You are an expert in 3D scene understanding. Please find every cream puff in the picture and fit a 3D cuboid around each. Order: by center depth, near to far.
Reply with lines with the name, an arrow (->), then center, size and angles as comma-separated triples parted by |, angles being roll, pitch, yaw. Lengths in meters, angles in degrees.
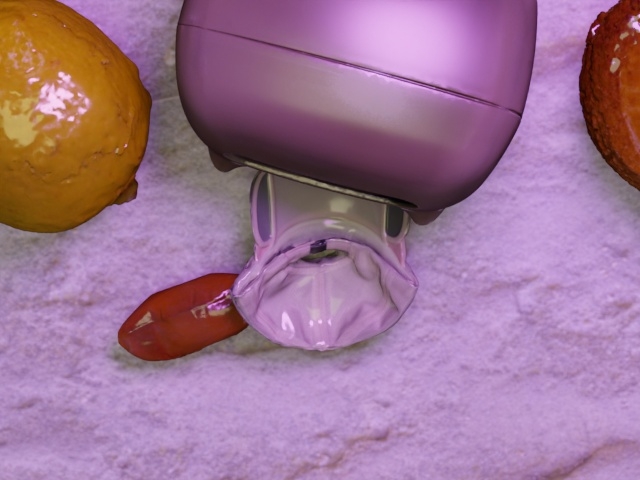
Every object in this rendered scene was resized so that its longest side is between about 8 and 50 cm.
cream puff -> 0.430, -0.178, 1.812 | 0.303, 0.212, 0.303 | 0, 112, 1

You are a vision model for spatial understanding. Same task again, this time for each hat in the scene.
hat -> 0.000, 0.000, 1.946 | 0.219, 0.164, 0.226 | 1, 64, -6

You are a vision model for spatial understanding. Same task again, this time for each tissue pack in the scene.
tissue pack -> 0.033, -0.182, 1.794 | 0.387, 0.267, 0.277 | 14, 88, 2

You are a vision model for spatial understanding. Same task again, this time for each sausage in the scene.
sausage -> -0.157, 0.092, 1.978 | 0.179, 0.089, 0.089 | -18, 101, 11

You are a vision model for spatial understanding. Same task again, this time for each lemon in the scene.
lemon -> -0.330, -0.147, 1.846 | 0.260, 0.260, 0.284 | -23, 102, 8
